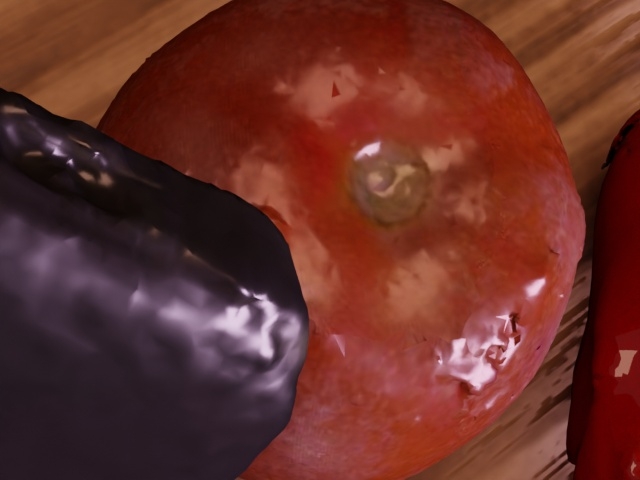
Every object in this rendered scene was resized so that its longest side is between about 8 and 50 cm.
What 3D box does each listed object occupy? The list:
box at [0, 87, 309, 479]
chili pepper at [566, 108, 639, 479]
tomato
[{"bbox_3d":[-0.225,0.070,0.355,0.350,0.359,0.091,24,32,-35],"label":"box"},{"bbox_3d":[0.176,0.040,0.607,0.110,0.110,0.387,19,61,-7],"label":"chili pepper"},{"bbox_3d":[0.000,0.000,0.545,0.208,0.184,0.208,4,76,-17],"label":"tomato"}]
